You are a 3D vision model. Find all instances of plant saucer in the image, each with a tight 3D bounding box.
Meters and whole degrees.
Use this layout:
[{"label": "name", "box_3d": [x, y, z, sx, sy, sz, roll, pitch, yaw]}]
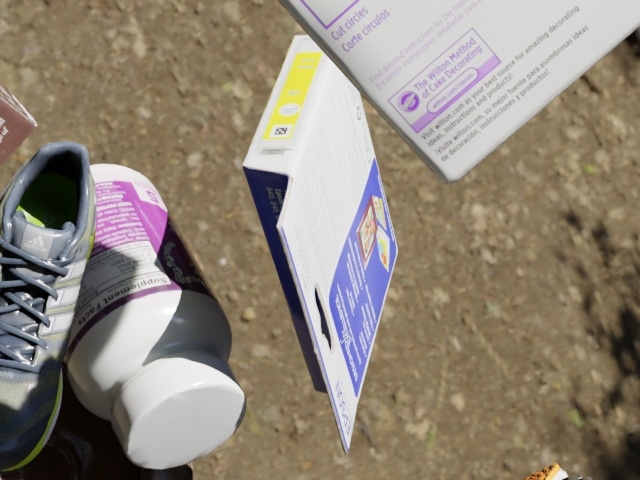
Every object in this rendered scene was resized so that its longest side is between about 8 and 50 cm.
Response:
[{"label": "plant saucer", "box_3d": [-0.288, 0.251, 1.217, 0.050, 0.310, 0.311, 82, 9, -60]}]

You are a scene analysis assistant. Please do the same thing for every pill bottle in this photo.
[{"label": "pill bottle", "box_3d": [-0.190, 0.075, 1.195, 0.169, 0.169, 0.301, 12, 35, -44]}]

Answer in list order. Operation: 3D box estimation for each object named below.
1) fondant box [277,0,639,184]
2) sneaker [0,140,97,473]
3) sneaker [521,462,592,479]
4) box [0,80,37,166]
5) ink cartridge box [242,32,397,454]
[{"label": "fondant box", "box_3d": [0.038, -0.227, 0.535, 0.330, 0.238, 0.096, 47, 12, -15]}, {"label": "sneaker", "box_3d": [-0.247, 0.043, 0.965, 0.111, 0.121, 0.300, 11, 55, -12]}, {"label": "sneaker", "box_3d": [0.139, 0.204, 0.679, 0.121, 0.099, 0.262, 62, 8, 9]}, {"label": "box", "box_3d": [-0.488, -0.168, 1.139, 0.381, 0.191, 0.143, 41, 0, -42]}, {"label": "ink cartridge box", "box_3d": [0.000, 0.000, 1.192, 0.307, 0.072, 0.304, -70, 153, -46]}]
